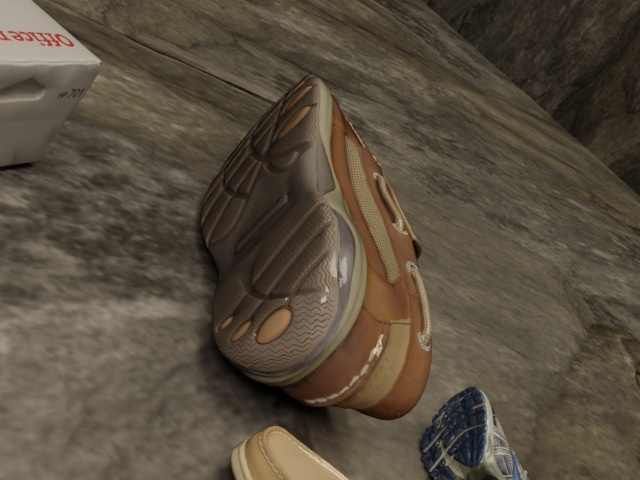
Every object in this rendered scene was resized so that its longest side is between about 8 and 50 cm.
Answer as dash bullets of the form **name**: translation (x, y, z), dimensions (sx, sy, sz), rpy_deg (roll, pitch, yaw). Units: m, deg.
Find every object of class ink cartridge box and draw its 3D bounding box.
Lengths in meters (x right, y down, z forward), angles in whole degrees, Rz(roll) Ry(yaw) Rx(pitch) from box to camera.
- **ink cartridge box**: translation (-0.235, -0.125, 0.547), dimensions (0.191, 0.082, 0.140), rpy_deg (43, 20, 9)

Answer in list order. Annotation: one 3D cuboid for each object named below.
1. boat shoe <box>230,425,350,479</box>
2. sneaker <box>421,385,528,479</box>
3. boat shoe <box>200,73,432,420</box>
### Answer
- **boat shoe**: translation (0.034, 0.140, 0.468), dimensions (0.170, 0.059, 0.063), rpy_deg (42, 19, 11)
- **sneaker**: translation (0.100, 0.146, 0.609), dimensions (0.058, 0.052, 0.135), rpy_deg (40, 24, -27)
- **boat shoe**: translation (0.000, 0.000, 0.662), dimensions (0.116, 0.123, 0.324), rpy_deg (38, 24, -24)
